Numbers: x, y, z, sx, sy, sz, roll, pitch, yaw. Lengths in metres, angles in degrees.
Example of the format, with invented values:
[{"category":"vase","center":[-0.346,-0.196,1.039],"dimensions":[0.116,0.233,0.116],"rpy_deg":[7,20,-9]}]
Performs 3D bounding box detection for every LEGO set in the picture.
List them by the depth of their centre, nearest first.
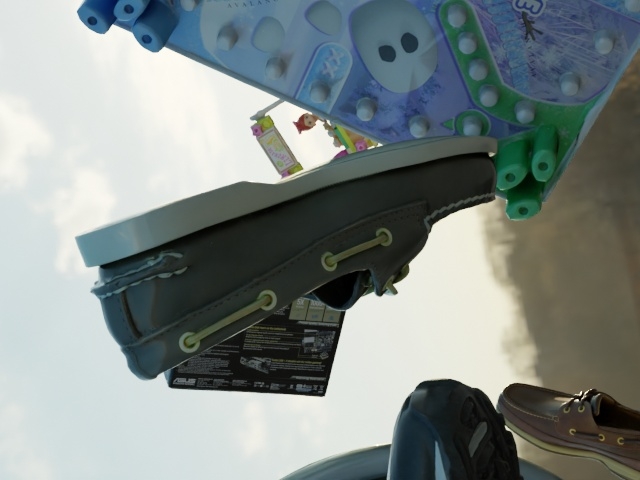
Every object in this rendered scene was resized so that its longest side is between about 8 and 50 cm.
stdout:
[{"category":"LEGO set","center":[-0.029,-0.161,1.583],"dimensions":[0.287,0.107,0.132],"rpy_deg":[61,-168,9]}]

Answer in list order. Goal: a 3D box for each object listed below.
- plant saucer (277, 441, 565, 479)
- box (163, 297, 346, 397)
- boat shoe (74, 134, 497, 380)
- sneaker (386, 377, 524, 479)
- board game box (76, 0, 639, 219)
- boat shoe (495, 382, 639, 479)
[{"category":"plant saucer","center":[0.067,0.334,1.161],"dimensions":[0.100,0.400,0.400],"rpy_deg":[-110,7,-78]},{"category":"box","center":[-0.073,0.085,1.648],"dimensions":[0.077,0.180,0.147],"rpy_deg":[-117,35,-60]},{"category":"boat shoe","center":[-0.003,0.001,0.909],"dimensions":[0.305,0.109,0.091],"rpy_deg":[-17,-89,-39]},{"category":"sneaker","center":[0.019,0.178,0.629],"dimensions":[0.100,0.108,0.271],"rpy_deg":[-46,-31,-60]},{"category":"board game box","center":[0.059,-0.231,1.042],"dimensions":[0.050,0.390,0.390],"rpy_deg":[-71,6,-54]},{"category":"boat shoe","center":[0.238,0.157,1.337],"dimensions":[0.064,0.178,0.060],"rpy_deg":[-35,-45,-46]}]
